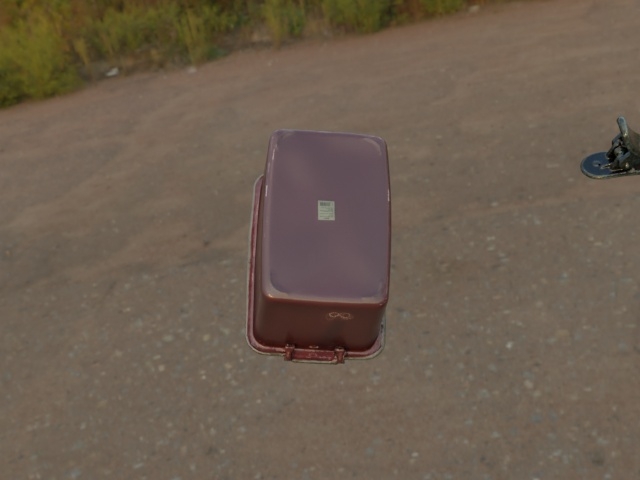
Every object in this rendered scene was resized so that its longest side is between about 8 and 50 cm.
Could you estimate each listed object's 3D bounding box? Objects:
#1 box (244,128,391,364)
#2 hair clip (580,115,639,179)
[{"bbox_3d":[0.000,0.000,1.073,0.193,0.167,0.294,3,63,-3],"label":"box"},{"bbox_3d":[0.382,-0.065,0.831,0.229,0.070,0.039,15,46,-14],"label":"hair clip"}]
